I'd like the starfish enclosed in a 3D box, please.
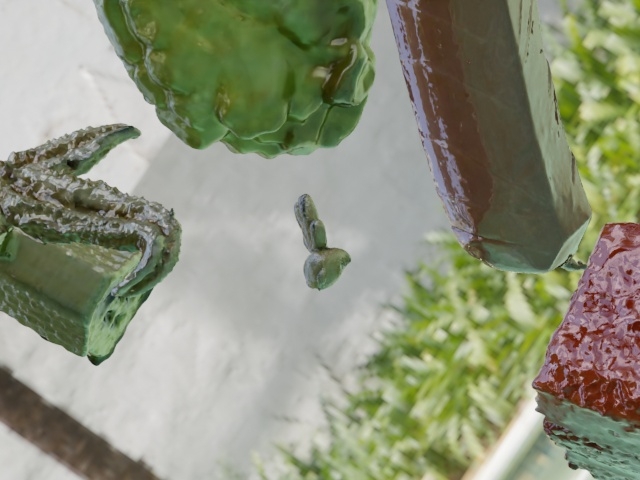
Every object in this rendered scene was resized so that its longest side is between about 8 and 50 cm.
[{"bbox_3d":[-0.365,-0.018,1.517,0.324,0.432,0.082,-110,18,-51],"label":"starfish"}]

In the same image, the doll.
[{"bbox_3d":[-0.009,0.003,1.517,0.051,0.093,0.061,-33,-7,-18],"label":"doll"}]

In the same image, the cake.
[{"bbox_3d":[0.427,0.149,1.743,0.269,0.270,0.319,-64,-32,-17],"label":"cake"}]

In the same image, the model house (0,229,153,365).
[{"bbox_3d":[-0.333,0.048,1.865,0.174,0.193,0.234,-60,-6,1],"label":"model house"}]

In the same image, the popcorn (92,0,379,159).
[{"bbox_3d":[-0.064,-0.205,1.103,0.174,0.225,0.286,-148,62,-72],"label":"popcorn"}]

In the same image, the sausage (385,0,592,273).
[{"bbox_3d":[0.075,-0.056,0.651,0.065,0.065,0.169,-48,-53,-54],"label":"sausage"}]
